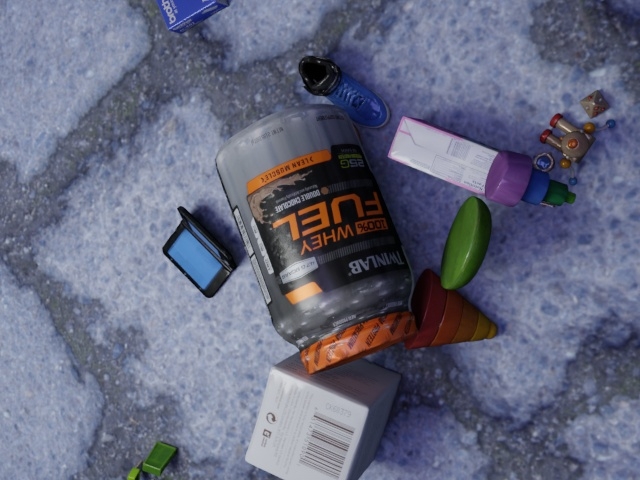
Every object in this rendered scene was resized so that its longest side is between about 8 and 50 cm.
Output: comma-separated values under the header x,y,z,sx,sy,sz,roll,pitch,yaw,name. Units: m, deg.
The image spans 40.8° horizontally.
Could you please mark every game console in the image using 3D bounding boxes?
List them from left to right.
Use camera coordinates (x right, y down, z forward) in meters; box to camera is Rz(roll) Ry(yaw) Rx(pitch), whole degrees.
x,y,z,sx,sy,sz,roll,pitch,yaw,name
-0.200,0.020,1.376,0.122,0.107,0.071,43,79,11,game console

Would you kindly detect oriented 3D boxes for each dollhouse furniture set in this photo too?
x,y,z,sx,sy,sz,roll,pitch,yaw,name
-0.284,0.420,1.466,0.076,0.058,0.151,16,119,11,dollhouse furniture set

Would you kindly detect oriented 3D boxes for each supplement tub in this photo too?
x,y,z,sx,sy,sz,roll,pitch,yaw,name
0.000,0.000,1.193,0.207,0.207,0.338,-26,79,20,supplement tub

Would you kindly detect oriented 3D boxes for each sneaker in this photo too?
x,y,z,sx,sy,sz,roll,pitch,yaw,name
0.030,-0.218,1.260,0.152,0.084,0.058,43,107,12,sneaker

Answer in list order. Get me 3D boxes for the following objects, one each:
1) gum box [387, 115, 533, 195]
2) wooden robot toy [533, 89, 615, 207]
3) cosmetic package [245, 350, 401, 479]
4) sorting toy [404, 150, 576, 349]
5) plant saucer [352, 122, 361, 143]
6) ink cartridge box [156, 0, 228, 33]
x,y,z,sx,sy,sz,roll,pitch,yaw,name
0.201,-0.110,1.194,0.188,0.107,0.062,24,103,17,gum box
0.330,-0.127,1.160,0.076,0.079,0.173,34,105,14,wooden robot toy
0.008,0.257,1.256,0.151,0.184,0.151,20,101,16,cosmetic package
0.228,0.035,1.150,0.126,0.127,0.365,17,135,-6,sorting toy
0.020,-0.148,1.308,0.084,0.013,0.083,2,95,21,plant saucer
-0.230,-0.444,1.358,0.097,0.046,0.207,-24,86,21,ink cartridge box
